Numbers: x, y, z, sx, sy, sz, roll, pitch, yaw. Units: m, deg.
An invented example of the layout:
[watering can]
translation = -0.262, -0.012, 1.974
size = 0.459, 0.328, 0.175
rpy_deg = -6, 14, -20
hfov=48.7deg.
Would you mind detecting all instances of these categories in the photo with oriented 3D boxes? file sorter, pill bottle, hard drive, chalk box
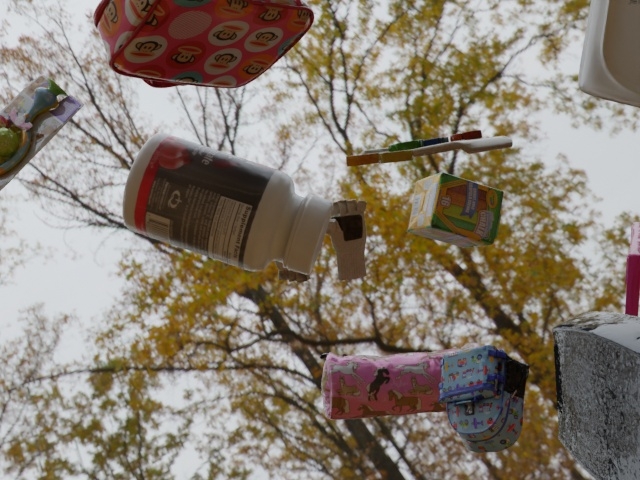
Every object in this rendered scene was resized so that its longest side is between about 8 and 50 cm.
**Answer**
[file sorter]
translation = 0.584, 0.096, 1.126
size = 0.291, 0.182, 0.202
rpy_deg = -24, -65, -63
[pill bottle]
translation = -0.149, -0.052, 1.181
size = 0.319, 0.176, 0.176
rpy_deg = 18, -58, 3
[hard drive]
translation = 0.292, 0.160, 0.682
size = 0.054, 0.255, 0.171
rpy_deg = -4, -89, -3
[chalk box]
translation = 0.333, -0.061, 1.647
size = 0.213, 0.132, 0.132
rpy_deg = 14, -99, -17

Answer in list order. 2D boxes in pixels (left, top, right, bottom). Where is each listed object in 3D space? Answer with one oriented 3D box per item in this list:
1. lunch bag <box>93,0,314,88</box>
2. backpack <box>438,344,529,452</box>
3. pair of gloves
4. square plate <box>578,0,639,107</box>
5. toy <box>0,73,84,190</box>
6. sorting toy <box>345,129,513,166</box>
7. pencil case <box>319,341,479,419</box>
[lunch bag]
translation = -0.182, -0.323, 1.079
size = 0.293, 0.120, 0.258
rpy_deg = -4, -26, -49
[backpack]
translation = 0.299, 0.300, 1.322
size = 0.117, 0.173, 0.158
rpy_deg = 33, -34, -33
[pair of gloves]
translation = 0.000, 0.000, 1.695
size = 0.240, 0.042, 0.204
rpy_deg = -1, -85, -14
[square plate]
translation = 0.428, -0.245, 0.710
size = 0.049, 0.344, 0.347
rpy_deg = -41, -39, -28
[toy]
translation = -0.509, -0.175, 1.135
size = 0.237, 0.137, 0.056
rpy_deg = -47, -31, -13
[sorting toy]
translation = 0.197, -0.177, 1.331
size = 0.307, 0.229, 0.041
rpy_deg = -15, -79, -51
[pencil case]
translation = 0.193, 0.326, 1.644
size = 0.387, 0.167, 0.160
rpy_deg = -3, -34, -3
